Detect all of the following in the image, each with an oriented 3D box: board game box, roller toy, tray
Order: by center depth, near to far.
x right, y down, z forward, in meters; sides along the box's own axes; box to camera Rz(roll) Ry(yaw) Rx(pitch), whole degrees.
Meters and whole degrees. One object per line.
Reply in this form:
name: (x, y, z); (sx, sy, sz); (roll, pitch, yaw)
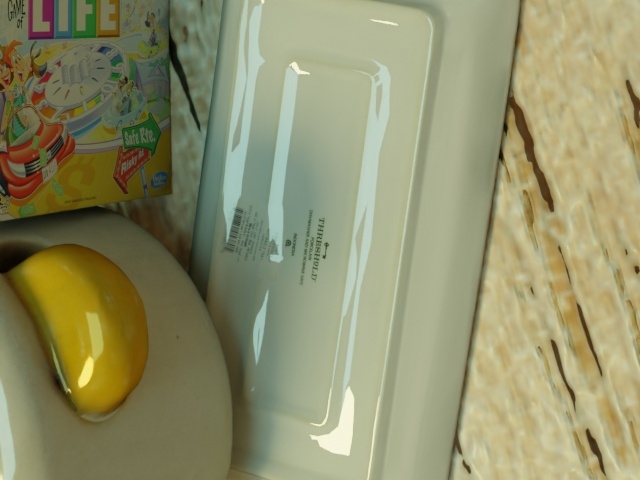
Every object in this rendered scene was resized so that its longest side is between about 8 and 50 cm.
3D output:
board game box: (-0.118, -0.065, 0.797); (0.026, 0.154, 0.103); (4, 99, 29)
tray: (0.000, 0.000, 0.813); (0.145, 0.030, 0.270); (14, 103, 28)
roller toy: (-0.147, 0.082, 0.818); (0.209, 0.146, 0.191); (14, 104, 40)
